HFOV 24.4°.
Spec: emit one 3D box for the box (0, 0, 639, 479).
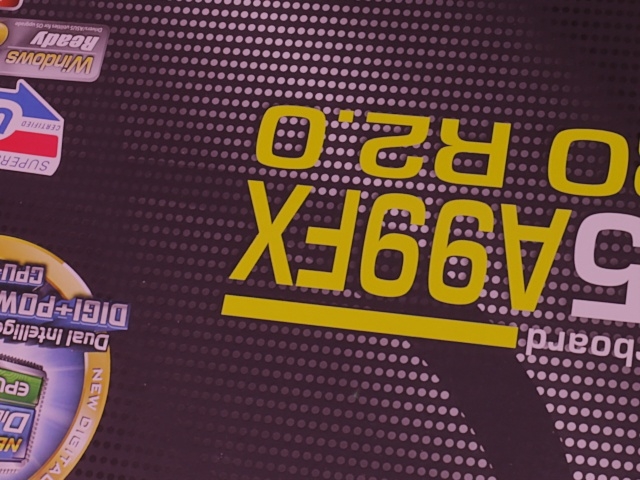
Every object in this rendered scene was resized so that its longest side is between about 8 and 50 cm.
[{"bbox_3d":[0.000,0.000,0.402,0.270,0.060,0.216,6,69,13],"label":"box"}]
